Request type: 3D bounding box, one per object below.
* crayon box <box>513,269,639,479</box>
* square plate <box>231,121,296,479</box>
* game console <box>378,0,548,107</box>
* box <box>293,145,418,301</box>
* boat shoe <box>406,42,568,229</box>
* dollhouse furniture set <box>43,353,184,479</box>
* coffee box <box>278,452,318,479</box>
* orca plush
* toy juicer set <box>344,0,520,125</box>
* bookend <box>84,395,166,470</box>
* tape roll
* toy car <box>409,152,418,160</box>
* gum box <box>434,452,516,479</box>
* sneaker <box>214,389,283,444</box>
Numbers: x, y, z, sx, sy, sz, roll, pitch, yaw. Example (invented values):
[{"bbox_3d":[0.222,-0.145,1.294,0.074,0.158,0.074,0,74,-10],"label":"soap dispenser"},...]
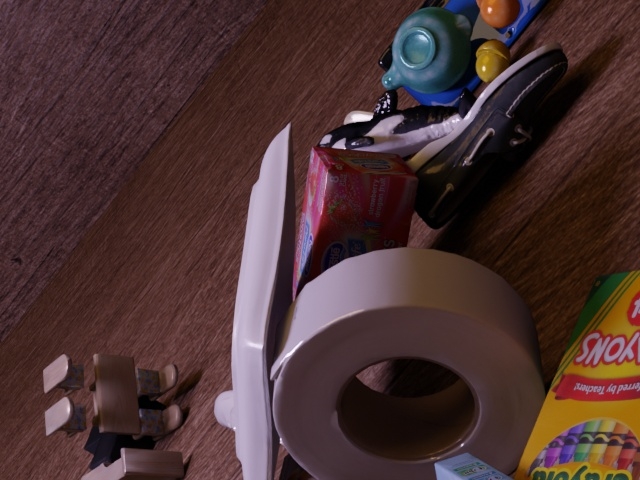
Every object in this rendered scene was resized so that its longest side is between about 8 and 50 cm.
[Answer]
[{"bbox_3d":[0.289,0.173,1.231,0.202,0.081,0.318,-15,45,60],"label":"crayon box"},{"bbox_3d":[-0.065,0.095,1.602,0.344,0.049,0.347,91,-177,-48],"label":"square plate"},{"bbox_3d":[0.252,-0.347,2.194,0.293,0.173,0.250,-50,-10,12],"label":"game console"},{"bbox_3d":[0.040,0.013,1.816,0.122,0.128,0.256,-116,34,-68],"label":"box"},{"bbox_3d":[0.234,-0.139,1.826,0.302,0.091,0.114,-46,-22,26],"label":"boat shoe"},{"bbox_3d":[-0.322,0.296,2.229,0.161,0.212,0.242,-36,54,45],"label":"dollhouse furniture set"},{"bbox_3d":[0.014,0.318,1.547,0.141,0.098,0.246,-44,15,29],"label":"coffee box"},{"bbox_3d":[0.108,-0.183,1.998,0.287,0.151,0.102,-21,74,43],"label":"orca plush"},{"bbox_3d":[0.195,-0.274,2.065,0.089,0.209,0.329,-5,-55,-59],"label":"toy juicer set"},{"bbox_3d":[-0.361,0.366,2.386,0.156,0.072,0.157,-36,28,43],"label":"bookend"},{"bbox_3d":[0.091,0.147,1.417,0.286,0.286,0.100,-43,23,29],"label":"tape roll"},{"bbox_3d":[0.112,-0.143,2.168,0.122,0.040,0.060,-33,30,47],"label":"toy car"},{"bbox_3d":[0.171,0.293,1.223,0.041,0.157,0.184,-14,11,-19],"label":"gum box"},{"bbox_3d":[-0.100,0.270,1.963,0.212,0.080,0.094,-19,52,56],"label":"sneaker"}]
